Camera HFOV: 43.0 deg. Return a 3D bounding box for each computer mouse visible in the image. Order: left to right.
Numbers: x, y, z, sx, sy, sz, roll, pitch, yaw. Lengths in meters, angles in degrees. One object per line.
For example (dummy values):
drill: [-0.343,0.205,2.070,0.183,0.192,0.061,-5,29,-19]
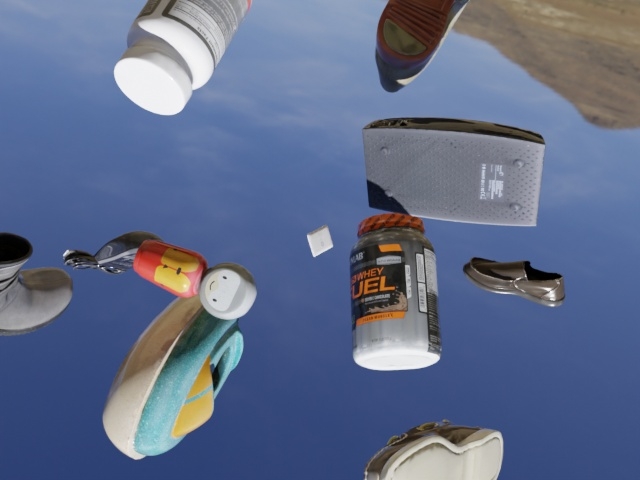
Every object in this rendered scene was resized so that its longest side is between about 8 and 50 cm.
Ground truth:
computer mouse: [-0.497,0.022,2.051,0.272,0.072,0.188,-13,162,31]

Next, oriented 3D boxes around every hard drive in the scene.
hard drive: [0.193,-0.104,1.187,0.255,0.172,0.054,7,-133,16]

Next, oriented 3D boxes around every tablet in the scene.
tablet: [0.000,0.000,1.857,0.006,0.054,0.083,-10,-169,36]

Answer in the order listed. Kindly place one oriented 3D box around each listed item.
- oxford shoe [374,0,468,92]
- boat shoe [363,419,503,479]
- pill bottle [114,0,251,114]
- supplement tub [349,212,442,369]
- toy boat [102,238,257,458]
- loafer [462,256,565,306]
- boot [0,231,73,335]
oxford shoe: [0.197,-0.439,1.466,0.140,0.146,0.397,31,-113,6]
boat shoe: [0.148,0.313,1.141,0.097,0.116,0.324,7,-179,37]
pill bottle: [-0.317,-0.480,1.877,0.210,0.210,0.363,19,-120,9]
supplement tub: [0.172,0.120,1.903,0.207,0.338,0.207,-1,158,0]
toy boat: [-0.166,0.137,1.037,0.148,0.318,0.267,21,-137,10]
loafer: [0.413,0.069,1.718,0.220,0.078,0.080,15,-147,13]
boot: [-0.539,0.071,1.405,0.338,0.223,0.118,-18,-112,-52]
